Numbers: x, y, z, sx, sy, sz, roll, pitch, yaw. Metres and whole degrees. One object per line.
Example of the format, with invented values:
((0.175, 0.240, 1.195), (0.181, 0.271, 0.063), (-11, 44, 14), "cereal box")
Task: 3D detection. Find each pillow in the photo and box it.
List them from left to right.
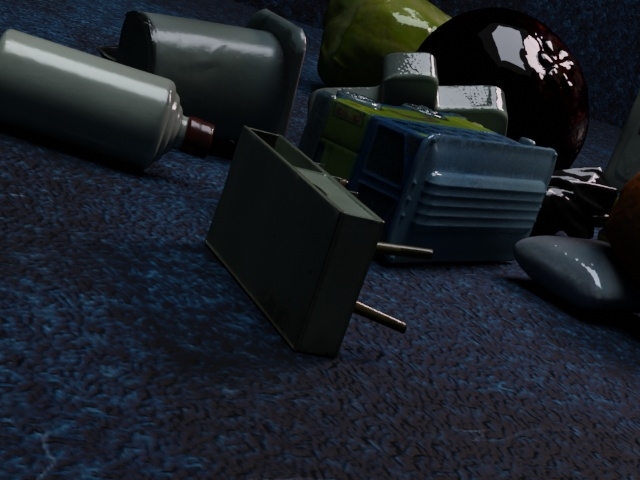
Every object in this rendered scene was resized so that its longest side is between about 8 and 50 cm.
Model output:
((-0.264, -0.270, 1.951), (0.090, 0.048, 0.150), (16, 16, 18), "pillow")

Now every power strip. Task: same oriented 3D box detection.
((0.113, -0.168, 1.700), (0.265, 0.193, 0.059), (0, 57, 1), "power strip")

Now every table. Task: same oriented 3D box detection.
((0.000, 0.000, 1.130), (0.111, 0.121, 0.240), (12, 16, -27), "table")

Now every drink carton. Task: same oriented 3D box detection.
((-0.150, -0.198, 1.618), (0.190, 0.185, 0.191), (0, 23, -26), "drink carton")

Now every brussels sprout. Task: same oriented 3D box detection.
((0.135, -0.358, 2.459), (0.328, 0.247, 0.328), (33, 4, -3), "brussels sprout")

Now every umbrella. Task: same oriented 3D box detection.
((0.264, -0.055, 1.790), (0.340, 0.118, 0.118), (1, 22, -31), "umbrella")

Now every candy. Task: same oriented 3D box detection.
((0.323, 0.039, 1.527), (0.174, 0.071, 0.138), (5, 24, -47), "candy")

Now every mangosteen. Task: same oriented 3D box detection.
((0.242, -0.200, 1.946), (0.314, 0.296, 0.297), (-10, 3, 21), "mangosteen")

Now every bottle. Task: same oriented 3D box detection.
((-0.235, -0.143, 1.395), (0.245, 0.104, 0.104), (17, 14, -9), "bottle")

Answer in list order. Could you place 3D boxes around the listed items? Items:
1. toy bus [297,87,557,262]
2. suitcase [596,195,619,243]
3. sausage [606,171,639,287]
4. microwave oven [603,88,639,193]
((0.121, -0.072, 1.513), (0.190, 0.152, 0.312), (26, 15, 33), "toy bus")
((0.494, 0.016, 1.705), (0.235, 0.143, 0.194), (7, 19, -41), "suitcase")
((0.434, 0.025, 1.455), (0.153, 0.141, 0.268), (2, 49, -49), "sausage")
((0.733, -0.135, 2.317), (0.219, 0.286, 0.355), (10, 16, -37), "microwave oven")
